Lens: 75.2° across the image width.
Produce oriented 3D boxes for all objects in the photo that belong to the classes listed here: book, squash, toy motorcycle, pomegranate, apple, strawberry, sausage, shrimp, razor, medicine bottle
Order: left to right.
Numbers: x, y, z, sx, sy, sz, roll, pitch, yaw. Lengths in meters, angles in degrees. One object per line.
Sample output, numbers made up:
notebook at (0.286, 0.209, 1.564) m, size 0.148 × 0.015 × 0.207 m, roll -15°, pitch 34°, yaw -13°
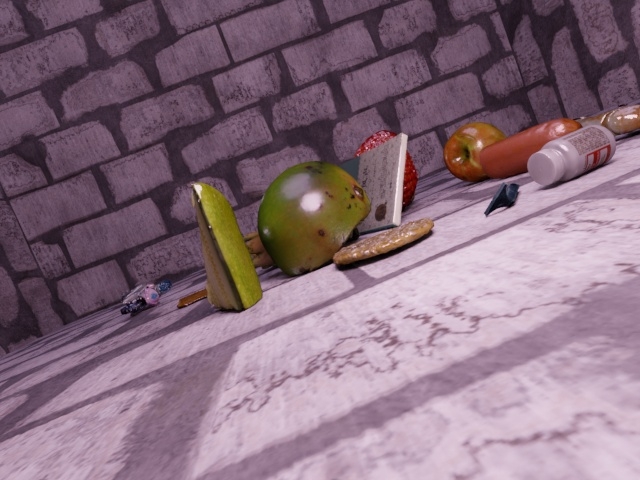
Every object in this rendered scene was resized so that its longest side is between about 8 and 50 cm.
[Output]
toy motorcycle at (-0.681, 0.215, 1.657) m, size 0.204 × 0.108 × 0.239 m, roll -28°, pitch 31°, yaw -11°
squash at (-0.200, 0.011, 0.838) m, size 0.093 × 0.252 × 0.169 m, roll -23°, pitch 5°, yaw -33°
pomegranate at (-0.060, -0.060, 1.016) m, size 0.358 × 0.216 × 0.310 m, roll -22°, pitch 19°, yaw 27°
book at (0.118, -0.139, 1.252) m, size 0.031 × 0.265 × 0.379 m, roll 15°, pitch -15°, yaw -28°
strawberry at (0.207, -0.223, 1.411) m, size 0.249 × 0.289 × 0.238 m, roll -1°, pitch 2°, yaw 17°
apple at (0.510, -0.286, 1.345) m, size 0.195 × 0.196 × 0.196 m, roll -22°, pitch 5°, yaw 2°
razor at (0.354, -0.084, 0.778) m, size 0.190 × 0.033 × 0.066 m, roll -24°, pitch -38°, yaw -55°
sausage at (0.550, -0.238, 1.086) m, size 0.113 × 0.114 × 0.259 m, roll -25°, pitch 5°, yaw -31°
medicine bottle at (0.455, -0.154, 0.759) m, size 0.140 × 0.079 × 0.079 m, roll -23°, pitch 5°, yaw -15°
shrimp at (0.752, -0.296, 1.078) m, size 0.246 × 0.086 × 0.360 m, roll -14°, pitch 3°, yaw -32°

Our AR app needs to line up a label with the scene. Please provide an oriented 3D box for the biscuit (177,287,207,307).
biscuit at (-0.342, 0.154, 1.323) m, size 0.231 × 0.013 × 0.237 m, roll -23°, pitch 6°, yaw -17°

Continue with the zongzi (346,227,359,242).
zongzi at (0.044, -0.043, 1.163) m, size 0.103 × 0.114 × 0.052 m, roll -21°, pitch -1°, yaw 6°

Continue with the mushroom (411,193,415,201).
mushroom at (0.291, -0.175, 1.678) m, size 0.122 × 0.095 × 0.351 m, roll -40°, pitch 4°, yaw -4°

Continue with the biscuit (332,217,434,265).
biscuit at (0.120, 0.003, 0.813) m, size 0.219 × 0.033 × 0.220 m, roll -21°, pitch 3°, yaw 1°

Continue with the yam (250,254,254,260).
yam at (-0.242, 0.065, 1.521) m, size 0.069 × 0.070 × 0.146 m, roll -18°, pitch 8°, yaw 41°

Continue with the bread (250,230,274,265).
bread at (-0.123, 0.004, 1.298) m, size 0.190 × 0.132 × 0.114 m, roll -22°, pitch 2°, yaw -28°
